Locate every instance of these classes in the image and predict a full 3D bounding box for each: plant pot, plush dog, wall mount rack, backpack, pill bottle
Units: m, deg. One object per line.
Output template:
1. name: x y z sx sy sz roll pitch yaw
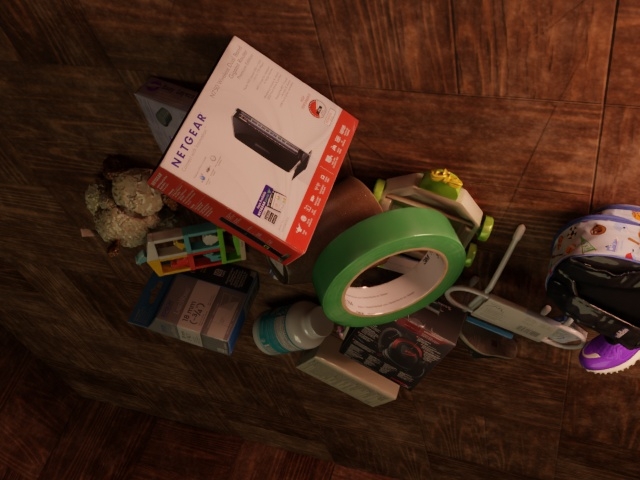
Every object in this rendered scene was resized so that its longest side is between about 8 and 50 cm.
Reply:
1. plant pot: 0.000 0.000 1.622 0.215 0.230 0.215 49 153 35
2. plush dog: -0.490 -0.094 1.930 0.262 0.211 0.225 25 123 -10
3. wall mount rack: 0.479 0.117 1.710 0.350 0.130 0.304 22 153 -2
4. backpack: 0.581 0.051 1.451 0.263 0.213 0.276 11 143 2
5. pill bottle: -0.078 0.263 2.251 0.146 0.146 0.264 38 145 -27

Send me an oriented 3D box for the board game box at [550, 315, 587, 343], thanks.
1. board game box: 0.614 0.229 1.895 0.090 0.020 0.090 35 146 -21

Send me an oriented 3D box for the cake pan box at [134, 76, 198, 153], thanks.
1. cake pan box: -0.258 -0.216 1.638 0.245 0.070 0.267 23 152 25

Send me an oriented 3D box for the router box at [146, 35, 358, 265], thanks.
1. router box: -0.115 -0.169 1.402 0.301 0.335 0.082 31 149 -17

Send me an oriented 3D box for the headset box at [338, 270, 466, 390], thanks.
1. headset box: 0.202 0.221 1.829 0.218 0.110 0.293 28 140 1

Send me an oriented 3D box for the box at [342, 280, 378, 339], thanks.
1. box: 0.193 0.229 2.049 0.232 0.127 0.149 19 148 3

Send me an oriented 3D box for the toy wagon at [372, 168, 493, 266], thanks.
1. toy wagon: 0.239 -0.061 1.622 0.267 0.068 0.344 19 149 3

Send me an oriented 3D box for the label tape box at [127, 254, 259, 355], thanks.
1. label tape box: -0.379 0.169 2.192 0.333 0.241 0.106 16 149 9

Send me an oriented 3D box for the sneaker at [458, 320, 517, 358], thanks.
1. sneaker: 0.417 0.279 2.006 0.222 0.083 0.118 26 153 -33

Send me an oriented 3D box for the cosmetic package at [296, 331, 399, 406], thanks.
1. cosmetic package: 0.096 0.418 2.423 0.309 0.113 0.160 29 149 -14

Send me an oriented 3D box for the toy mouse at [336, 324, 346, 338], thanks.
1. toy mouse: 0.089 0.278 2.284 0.143 0.031 0.161 33 147 -20

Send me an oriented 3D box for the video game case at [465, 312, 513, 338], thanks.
1. video game case: 0.430 0.213 1.888 0.119 0.015 0.166 21 -176 13

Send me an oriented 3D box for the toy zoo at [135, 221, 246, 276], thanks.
1. toy zoo: -0.350 0.023 2.000 0.293 0.030 0.192 -11 151 -8

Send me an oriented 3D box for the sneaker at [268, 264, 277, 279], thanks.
1. sneaker: -0.123 -0.052 1.821 0.182 0.127 0.315 21 143 7

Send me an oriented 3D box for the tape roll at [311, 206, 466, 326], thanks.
1. tape roll: 0.144 0.063 1.564 0.321 0.077 0.321 -15 146 -10

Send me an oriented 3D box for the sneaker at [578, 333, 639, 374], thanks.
1. sneaker: 0.688 0.177 1.635 0.293 0.102 0.146 -32 116 18

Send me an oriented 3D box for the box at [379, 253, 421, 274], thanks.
1. box: 0.195 0.054 1.807 0.178 0.042 0.109 16 -175 8
